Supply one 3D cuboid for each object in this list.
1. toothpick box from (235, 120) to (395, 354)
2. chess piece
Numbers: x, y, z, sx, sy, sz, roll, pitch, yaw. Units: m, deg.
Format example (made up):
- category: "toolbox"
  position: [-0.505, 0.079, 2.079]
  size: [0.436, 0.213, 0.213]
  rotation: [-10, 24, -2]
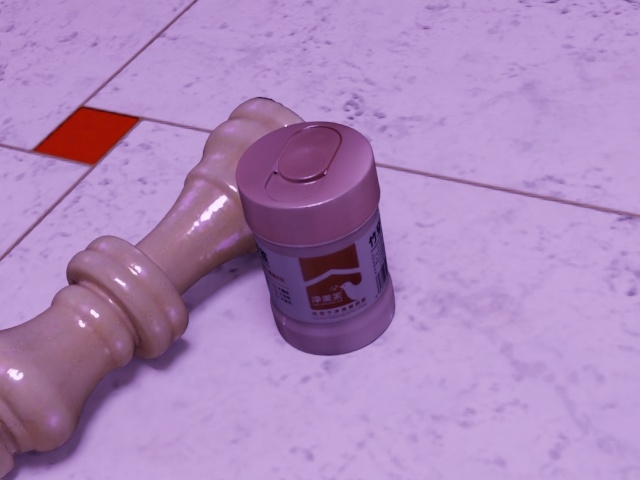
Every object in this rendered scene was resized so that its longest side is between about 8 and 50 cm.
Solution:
- category: "toothpick box"
  position: [0.000, 0.000, 0.732]
  size: [0.098, 0.149, 0.098]
  rotation: [-7, 42, 6]
- category: "chess piece"
  position: [-0.151, 0.044, 0.753]
  size: [0.117, 0.117, 0.397]
  rotation: [25, 54, 34]
